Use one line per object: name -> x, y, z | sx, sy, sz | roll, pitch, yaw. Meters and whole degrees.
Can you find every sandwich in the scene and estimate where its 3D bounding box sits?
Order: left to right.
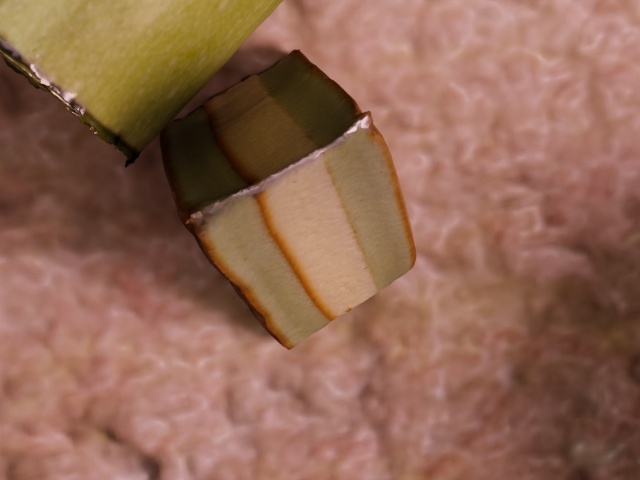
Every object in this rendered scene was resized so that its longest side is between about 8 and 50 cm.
sandwich -> 0.000, 0.000, 0.629 | 0.079, 0.163, 0.113 | -31, 107, -2

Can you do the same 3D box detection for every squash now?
squash -> -0.041, -0.158, 0.608 | 0.132, 0.132, 0.247 | 42, 89, -15
